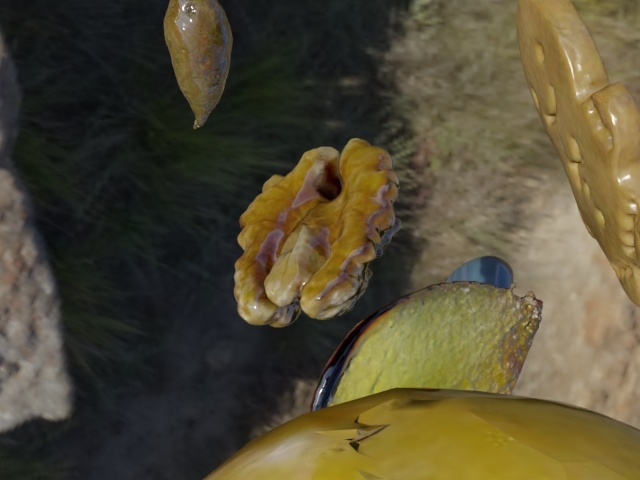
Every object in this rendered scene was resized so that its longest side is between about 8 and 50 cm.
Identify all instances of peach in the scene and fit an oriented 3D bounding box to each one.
[{"bbox_3d":[0.075,0.121,1.263,0.279,0.068,0.189,-33,124,-28],"label":"peach"}]

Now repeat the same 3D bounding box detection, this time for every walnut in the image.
[{"bbox_3d":[0.000,0.000,1.166,0.069,0.143,0.170,49,48,-35],"label":"walnut"}]

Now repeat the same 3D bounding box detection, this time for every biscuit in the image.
[{"bbox_3d":[0.282,-0.104,1.574,0.052,0.354,0.275,-20,160,-4],"label":"biscuit"}]

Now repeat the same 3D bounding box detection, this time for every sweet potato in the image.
[{"bbox_3d":[-0.137,-0.242,1.626,0.075,0.075,0.269,-35,132,-27],"label":"sweet potato"}]

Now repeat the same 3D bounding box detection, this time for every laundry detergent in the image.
[{"bbox_3d":[0.190,0.116,1.808,0.061,0.097,0.206,40,38,-29],"label":"laundry detergent"}]

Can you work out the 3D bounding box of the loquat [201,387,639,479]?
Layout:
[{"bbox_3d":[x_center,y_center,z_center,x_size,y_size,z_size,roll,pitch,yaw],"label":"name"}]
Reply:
[{"bbox_3d":[0.046,0.157,0.467,0.235,0.235,0.235,-10,107,-37],"label":"loquat"}]
